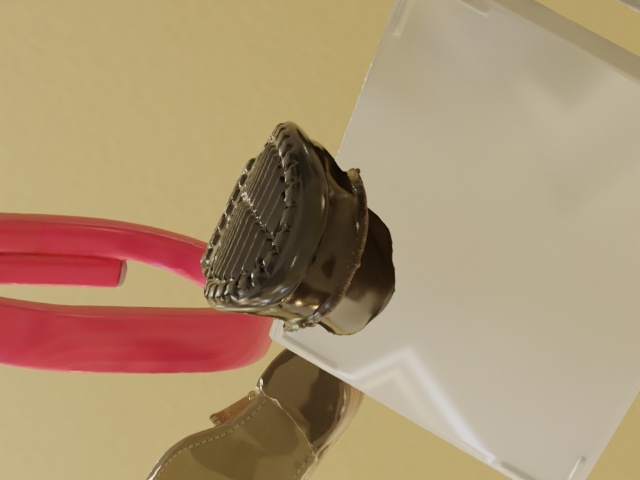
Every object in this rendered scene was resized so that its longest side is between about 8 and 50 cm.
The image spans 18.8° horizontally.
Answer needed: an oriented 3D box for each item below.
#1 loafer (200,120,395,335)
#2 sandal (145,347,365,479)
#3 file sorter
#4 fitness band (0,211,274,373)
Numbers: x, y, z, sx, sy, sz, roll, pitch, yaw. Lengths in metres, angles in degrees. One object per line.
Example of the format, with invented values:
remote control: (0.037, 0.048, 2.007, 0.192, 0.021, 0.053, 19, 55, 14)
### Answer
loafer: (0.000, 0.000, 0.816, 0.220, 0.078, 0.080, -139, -107, -84)
sandal: (-0.028, 0.134, 1.278, 0.079, 0.088, 0.240, -26, 163, -48)
file sorter: (0.126, -0.036, 1.040, 0.173, 0.193, 0.277, -50, 167, -45)
fitness band: (-0.169, 0.039, 1.379, 0.209, 0.291, 0.054, 34, -64, 51)
